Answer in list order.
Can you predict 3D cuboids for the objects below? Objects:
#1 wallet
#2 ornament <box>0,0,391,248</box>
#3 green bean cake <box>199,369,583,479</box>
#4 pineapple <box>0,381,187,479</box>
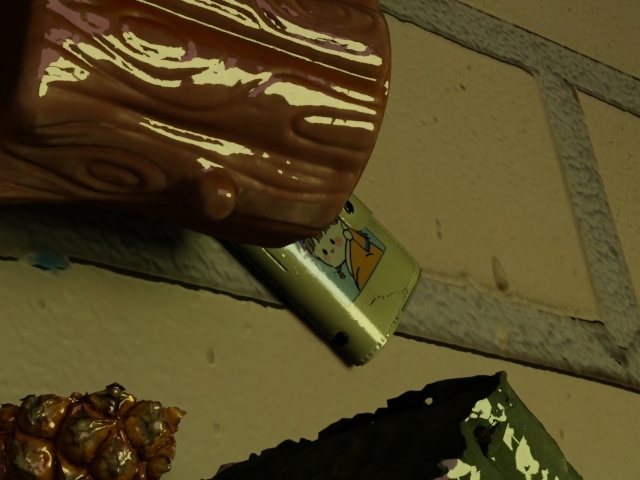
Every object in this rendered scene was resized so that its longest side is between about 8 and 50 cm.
[{"bbox_3d":[0.000,0.000,0.905,0.155,0.039,0.110,45,42,-10],"label":"wallet"},{"bbox_3d":[-0.090,-0.108,0.752,0.217,0.221,0.235,14,8,-28],"label":"ornament"},{"bbox_3d":[-0.007,0.196,0.599,0.132,0.255,0.241,50,39,-14],"label":"green bean cake"},{"bbox_3d":[-0.128,0.139,0.679,0.114,0.077,0.114,0,69,-4],"label":"pineapple"}]
